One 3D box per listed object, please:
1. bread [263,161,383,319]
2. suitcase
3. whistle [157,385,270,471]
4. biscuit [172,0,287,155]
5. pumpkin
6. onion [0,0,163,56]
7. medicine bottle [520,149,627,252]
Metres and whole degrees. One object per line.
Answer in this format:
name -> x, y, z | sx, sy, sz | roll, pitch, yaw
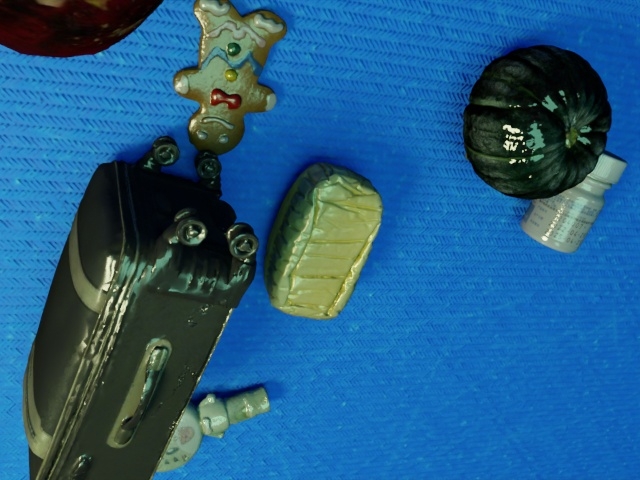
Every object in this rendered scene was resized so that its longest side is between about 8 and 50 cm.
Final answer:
bread -> 0.000, 0.000, 0.962 | 0.140, 0.106, 0.236 | 13, 112, -23
suitcase -> -0.245, 0.107, 0.835 | 0.194, 0.283, 0.434 | 14, 114, -27
whistle -> -0.208, 0.297, 1.081 | 0.258, 0.067, 0.126 | -16, 109, -15
biscuit -> -0.119, -0.204, 0.857 | 0.138, 0.031, 0.205 | 10, 115, -24
pumpkin -> 0.308, -0.166, 0.944 | 0.220, 0.162, 0.221 | -12, 120, -23
onion -> -0.243, -0.368, 0.593 | 0.385, 0.347, 0.348 | -56, 127, -27
medicine bottle -> 0.405, -0.073, 1.062 | 0.105, 0.105, 0.168 | 14, 113, -25
